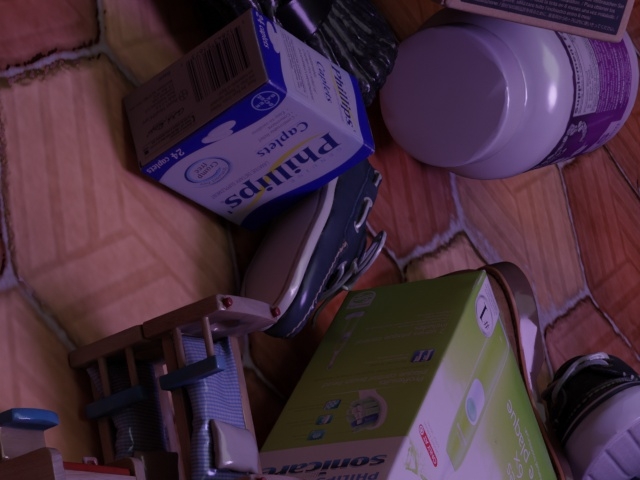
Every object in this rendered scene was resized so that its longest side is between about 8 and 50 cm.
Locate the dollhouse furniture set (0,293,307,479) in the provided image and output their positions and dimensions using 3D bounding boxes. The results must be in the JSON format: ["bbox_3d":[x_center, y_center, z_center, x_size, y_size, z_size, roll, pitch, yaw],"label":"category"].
[{"bbox_3d":[-0.115,0.107,1.162,0.183,0.129,0.129,15,57,-55],"label":"dollhouse furniture set"}]

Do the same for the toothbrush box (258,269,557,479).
[{"bbox_3d":[0.065,0.184,1.385,0.206,0.122,0.283,69,28,-23],"label":"toothbrush box"}]

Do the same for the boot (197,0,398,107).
[{"bbox_3d":[-0.043,-0.275,1.543,0.260,0.131,0.348,42,42,-34],"label":"boot"}]

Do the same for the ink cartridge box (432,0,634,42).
[{"bbox_3d":[0.129,-0.251,1.619,0.193,0.088,0.234,8,17,-35],"label":"ink cartridge box"}]

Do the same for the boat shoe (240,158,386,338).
[{"bbox_3d":[0.000,0.000,1.471,0.079,0.095,0.254,43,26,-18],"label":"boat shoe"}]

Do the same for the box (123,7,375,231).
[{"bbox_3d":[-0.051,-0.085,1.397,0.137,0.126,0.072,28,37,-48],"label":"box"}]

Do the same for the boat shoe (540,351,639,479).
[{"bbox_3d":[0.247,0.162,1.714,0.119,0.121,0.335,57,-1,17],"label":"boat shoe"}]

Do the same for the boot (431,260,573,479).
[{"bbox_3d":[0.136,0.176,1.602,0.115,0.112,0.305,-9,82,-29],"label":"boot"}]

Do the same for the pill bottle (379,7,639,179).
[{"bbox_3d":[0.174,-0.145,1.777,0.301,0.169,0.169,-17,85,-61],"label":"pill bottle"}]
